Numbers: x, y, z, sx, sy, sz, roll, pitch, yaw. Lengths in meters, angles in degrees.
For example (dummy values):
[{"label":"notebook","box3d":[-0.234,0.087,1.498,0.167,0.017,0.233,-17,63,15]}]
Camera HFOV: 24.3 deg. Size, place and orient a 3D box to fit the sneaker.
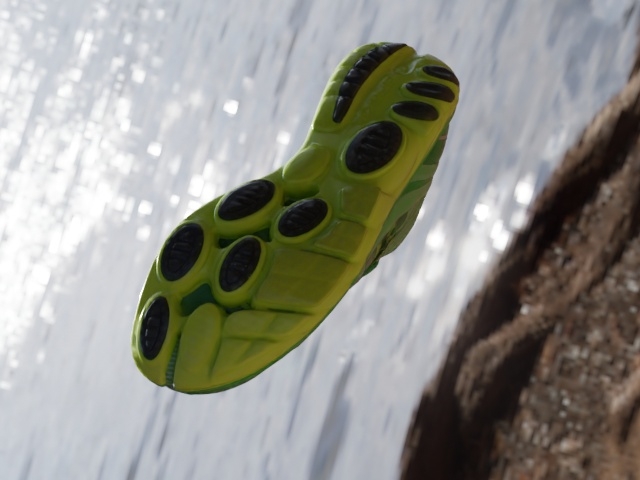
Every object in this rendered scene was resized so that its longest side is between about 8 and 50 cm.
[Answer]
[{"label":"sneaker","box3d":[0.000,0.000,0.912,0.295,0.109,0.123,-48,-27,-34]}]
